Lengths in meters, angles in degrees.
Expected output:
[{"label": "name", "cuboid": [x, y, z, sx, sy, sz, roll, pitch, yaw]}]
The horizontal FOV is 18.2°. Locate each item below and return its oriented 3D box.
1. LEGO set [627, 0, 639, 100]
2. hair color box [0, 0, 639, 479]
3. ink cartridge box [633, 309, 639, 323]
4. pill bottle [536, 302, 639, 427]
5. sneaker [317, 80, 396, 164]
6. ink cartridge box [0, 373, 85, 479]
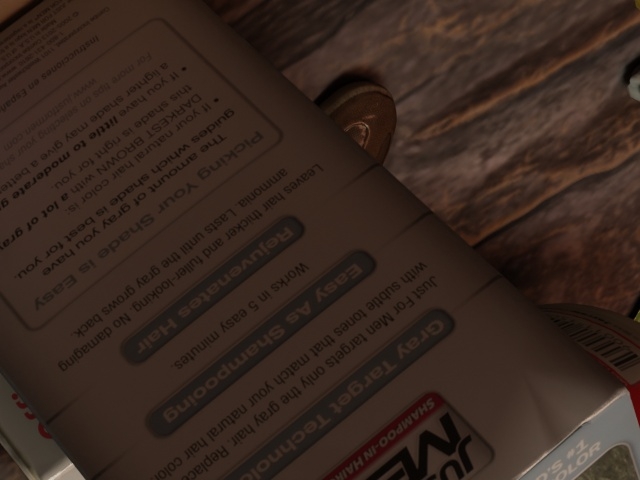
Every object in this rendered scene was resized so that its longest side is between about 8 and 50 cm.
[{"label": "LEGO set", "cuboid": [0.221, -0.171, 1.174, 0.132, 0.107, 0.287, -43, 143, -2]}, {"label": "hair color box", "cuboid": [-0.043, 0.037, 0.900, 0.185, 0.374, 0.113, -38, 142, -9]}, {"label": "ink cartridge box", "cuboid": [0.335, 0.109, 1.550, 0.255, 0.097, 0.189, 1, 124, -44]}, {"label": "pill bottle", "cuboid": [0.073, 0.180, 1.184, 0.407, 0.229, 0.229, -16, 136, -56]}, {"label": "sneaker", "cuboid": [0.000, 0.000, 1.157, 0.066, 0.071, 0.188, 12, 116, -48]}, {"label": "ink cartridge box", "cuboid": [-0.086, 0.039, 1.045, 0.212, 0.154, 0.093, -36, 143, -13]}]
